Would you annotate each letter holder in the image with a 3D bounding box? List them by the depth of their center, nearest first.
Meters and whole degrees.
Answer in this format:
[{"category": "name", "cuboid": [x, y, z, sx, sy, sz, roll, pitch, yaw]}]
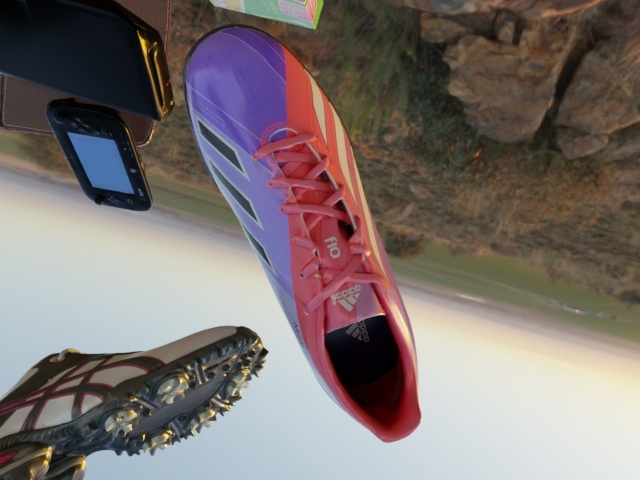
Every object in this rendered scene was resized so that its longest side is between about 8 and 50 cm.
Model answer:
[{"category": "letter holder", "cuboid": [-0.346, -0.308, 0.812, 0.215, 0.301, 0.152, 5, -168, -22]}]

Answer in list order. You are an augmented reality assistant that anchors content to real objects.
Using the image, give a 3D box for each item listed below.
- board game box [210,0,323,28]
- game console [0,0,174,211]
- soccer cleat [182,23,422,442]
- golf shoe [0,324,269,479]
[{"category": "board game box", "cuboid": [-0.138, -0.510, 1.009, 0.242, 0.064, 0.316, 16, -176, 8]}, {"category": "game console", "cuboid": [-0.272, -0.147, 0.654, 0.213, 0.043, 0.361, 18, 148, 7]}, {"category": "soccer cleat", "cuboid": [0.000, 0.000, 0.388, 0.109, 0.318, 0.116, -24, -160, -5]}, {"category": "golf shoe", "cuboid": [-0.181, 0.126, 0.444, 0.120, 0.273, 0.105, 55, 166, 38]}]
